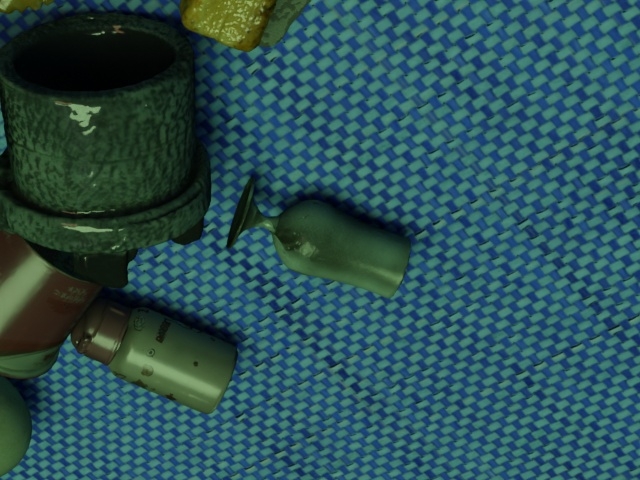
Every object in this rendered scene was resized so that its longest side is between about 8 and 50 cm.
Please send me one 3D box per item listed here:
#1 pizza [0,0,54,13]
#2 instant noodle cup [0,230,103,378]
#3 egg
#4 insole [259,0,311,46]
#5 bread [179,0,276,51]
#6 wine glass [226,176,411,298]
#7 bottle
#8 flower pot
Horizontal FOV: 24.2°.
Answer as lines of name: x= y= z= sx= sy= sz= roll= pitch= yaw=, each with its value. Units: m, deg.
pizza: x=-0.571 y=-0.308 z=1.811 sx=0.440 sy=0.130 sz=0.406 roll=30 pitch=124 yaw=-14
instant noodle cup: x=-0.399 y=0.042 z=2.002 sx=0.235 sy=0.235 sz=0.178 roll=37 pitch=115 yaw=-18
egg: x=-0.549 y=0.262 z=2.207 sx=0.253 sy=0.186 sz=0.186 roll=28 pitch=127 yaw=-15
insole: x=-0.030 y=-0.305 z=1.796 sx=0.065 sy=0.006 sz=0.193 roll=32 pitch=126 yaw=-15
bread: x=-0.086 y=-0.326 z=1.740 sx=0.114 sy=0.083 sz=0.211 roll=23 pitch=127 yaw=-12
wine glass: x=0.000 y=0.000 z=1.967 sx=0.231 sy=0.103 sz=0.103 roll=19 pitch=128 yaw=-8
bottle: x=-0.241 y=0.157 z=2.126 sx=0.233 sy=0.110 sz=0.110 roll=24 pitch=127 yaw=-8
flower pot: x=-0.285 y=-0.104 z=1.823 sx=0.299 sy=0.299 sz=0.283 roll=4 pitch=124 yaw=7
